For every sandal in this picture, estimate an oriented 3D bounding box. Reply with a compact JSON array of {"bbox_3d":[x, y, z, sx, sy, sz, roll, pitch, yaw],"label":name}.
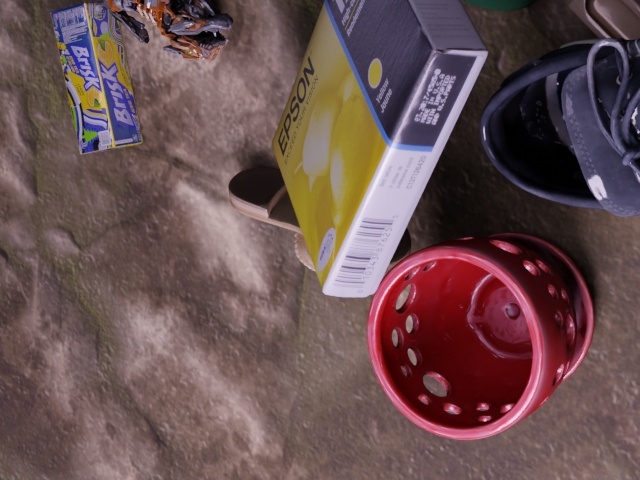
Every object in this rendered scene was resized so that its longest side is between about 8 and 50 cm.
[{"bbox_3d":[0.004,-0.004,1.741,0.240,0.088,0.079,24,141,31],"label":"sandal"}]

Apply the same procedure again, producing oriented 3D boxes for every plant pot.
[{"bbox_3d":[0.165,0.086,1.592,0.191,0.174,0.191,5,101,28],"label":"plant pot"}]

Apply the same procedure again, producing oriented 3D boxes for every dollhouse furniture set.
[{"bbox_3d":[0.294,-0.243,1.490,0.144,0.123,0.151,48,118,14],"label":"dollhouse furniture set"}]

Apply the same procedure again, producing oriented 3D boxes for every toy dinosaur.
[{"bbox_3d":[-0.213,-0.340,1.758,0.322,0.164,0.218,33,132,-2],"label":"toy dinosaur"}]

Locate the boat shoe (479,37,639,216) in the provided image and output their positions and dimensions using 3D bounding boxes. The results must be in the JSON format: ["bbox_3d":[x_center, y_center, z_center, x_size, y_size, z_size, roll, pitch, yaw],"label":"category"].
[{"bbox_3d":[0.293,-0.094,1.348,0.500,0.156,0.187,13,123,67],"label":"boat shoe"}]

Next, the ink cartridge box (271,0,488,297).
[{"bbox_3d":[0.034,-0.159,1.551,0.307,0.072,0.304,-113,33,-41],"label":"ink cartridge box"}]

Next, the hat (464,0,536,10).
[{"bbox_3d":[0.183,-0.363,1.589,0.173,0.183,0.208,16,150,38],"label":"hat"}]

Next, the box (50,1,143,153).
[{"bbox_3d":[-0.257,-0.187,1.852,0.054,0.059,0.169,-8,94,32],"label":"box"}]
